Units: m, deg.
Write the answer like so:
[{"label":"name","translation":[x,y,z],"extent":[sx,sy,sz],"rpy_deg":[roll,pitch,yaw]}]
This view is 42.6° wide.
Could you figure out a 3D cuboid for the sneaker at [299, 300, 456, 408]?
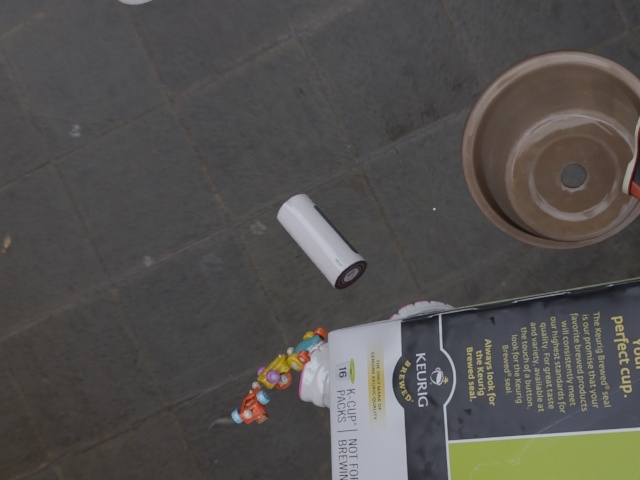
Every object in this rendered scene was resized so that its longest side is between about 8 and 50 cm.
[{"label":"sneaker","translation":[0.101,0.158,0.981],"extent":[0.111,0.252,0.103],"rpy_deg":[37,135,39]}]

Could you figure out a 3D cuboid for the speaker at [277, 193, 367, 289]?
[{"label":"speaker","translation":[0.000,0.000,1.102],"extent":[0.055,0.055,0.136],"rpy_deg":[-45,63,7]}]

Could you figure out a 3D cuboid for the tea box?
[{"label":"tea box","translation":[0.197,0.221,0.643],"extent":[0.324,0.220,0.328],"rpy_deg":[-13,69,34]}]

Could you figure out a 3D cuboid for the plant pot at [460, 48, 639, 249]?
[{"label":"plant pot","translation":[0.298,-0.095,1.006],"extent":[0.263,0.229,0.263],"rpy_deg":[3,106,12]}]

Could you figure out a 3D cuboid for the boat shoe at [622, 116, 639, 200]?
[{"label":"boat shoe","translation":[0.327,-0.092,0.791],"extent":[0.043,0.137,0.049],"rpy_deg":[31,52,33]}]

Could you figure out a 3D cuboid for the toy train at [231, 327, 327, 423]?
[{"label":"toy train","translation":[-0.045,0.195,1.145],"extent":[0.166,0.125,0.046],"rpy_deg":[-39,102,10]}]

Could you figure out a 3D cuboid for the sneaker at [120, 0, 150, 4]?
[{"label":"sneaker","translation":[-0.185,-0.449,1.073],"extent":[0.305,0.152,0.114],"rpy_deg":[-45,59,2]}]
